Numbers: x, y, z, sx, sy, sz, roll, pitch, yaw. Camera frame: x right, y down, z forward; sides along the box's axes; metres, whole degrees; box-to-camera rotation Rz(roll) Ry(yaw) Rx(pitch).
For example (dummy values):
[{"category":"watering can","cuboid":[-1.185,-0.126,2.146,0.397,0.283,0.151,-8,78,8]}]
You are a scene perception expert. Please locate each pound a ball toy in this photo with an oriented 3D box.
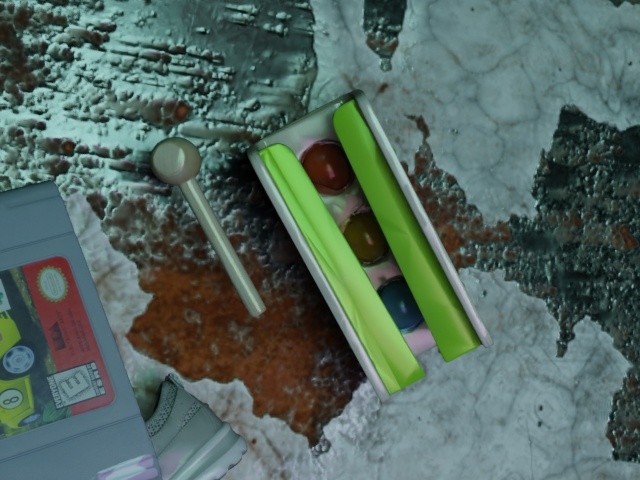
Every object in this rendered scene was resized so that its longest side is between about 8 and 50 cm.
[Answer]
[{"category":"pound a ball toy","cuboid":[0.000,0.000,1.152,0.208,0.136,0.319,-29,99,2]}]

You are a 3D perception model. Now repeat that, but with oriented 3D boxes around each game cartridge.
[{"category":"game cartridge","cuboid":[-0.272,0.102,0.998,0.196,0.060,0.294,-18,75,-21]}]

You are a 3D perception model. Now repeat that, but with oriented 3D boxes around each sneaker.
[{"category":"sneaker","cuboid":[-0.205,0.230,1.056,0.281,0.105,0.115,-36,86,-28]}]
